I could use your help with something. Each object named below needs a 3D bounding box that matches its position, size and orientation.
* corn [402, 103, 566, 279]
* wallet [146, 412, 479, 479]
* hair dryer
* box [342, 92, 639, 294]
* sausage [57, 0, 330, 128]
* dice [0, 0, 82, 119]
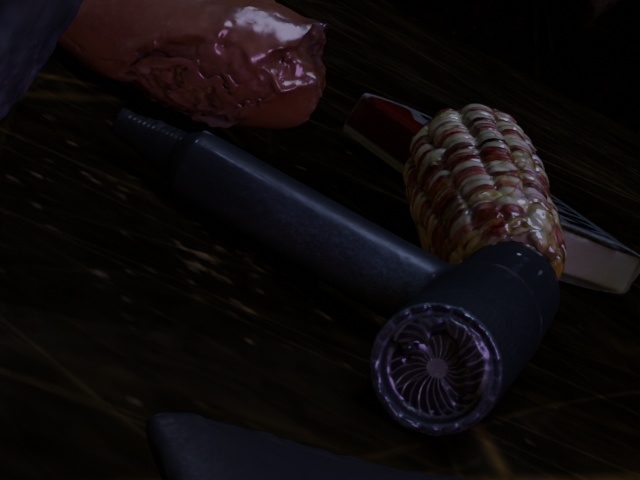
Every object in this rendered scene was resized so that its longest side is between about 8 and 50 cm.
[{"bbox_3d":[0.081,-0.015,0.769,0.079,0.079,0.237,27,15,-8],"label":"corn"},{"bbox_3d":[0.053,0.109,0.277,0.124,0.025,0.244,21,15,-32],"label":"wallet"},{"bbox_3d":[-0.008,-0.001,0.579,0.195,0.050,0.173,26,10,9],"label":"hair dryer"},{"bbox_3d":[0.106,-0.029,0.966,0.115,0.036,0.177,17,17,-45],"label":"box"},{"bbox_3d":[-0.133,-0.137,0.789,0.304,0.078,0.078,28,11,8],"label":"sausage"},{"bbox_3d":[-0.153,-0.126,0.422,0.182,0.181,0.183,30,14,4],"label":"dice"}]
